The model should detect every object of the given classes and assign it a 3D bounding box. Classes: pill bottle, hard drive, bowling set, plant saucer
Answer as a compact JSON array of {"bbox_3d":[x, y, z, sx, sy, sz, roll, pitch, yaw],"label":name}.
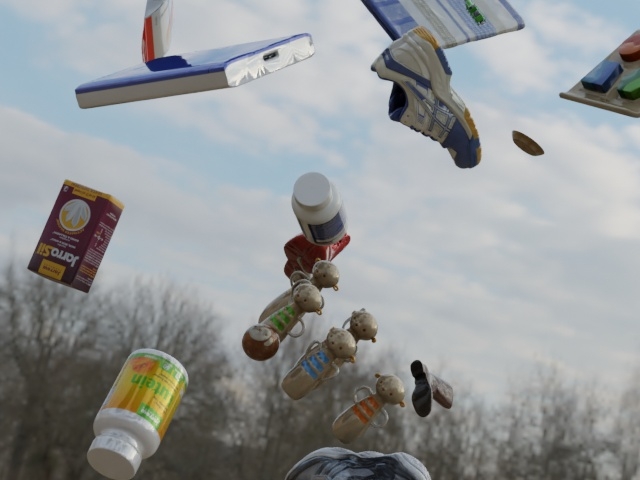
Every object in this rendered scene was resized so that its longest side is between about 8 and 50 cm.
[{"bbox_3d":[-0.366,0.347,2.305,0.136,0.246,0.136,12,-45,12],"label":"pill bottle"},{"bbox_3d":[-0.195,-0.260,1.786,0.318,0.040,0.210,-2,19,38],"label":"hard drive"},{"bbox_3d":[-0.002,-0.044,1.540,0.067,0.067,0.120,9,-20,12],"label":"pill bottle"},{"bbox_3d":[-0.005,0.145,1.693,0.287,0.154,0.200,51,10,27],"label":"bowling set"},{"bbox_3d":[0.434,-0.201,2.449,0.083,0.015,0.083,36,-5,4],"label":"plant saucer"}]

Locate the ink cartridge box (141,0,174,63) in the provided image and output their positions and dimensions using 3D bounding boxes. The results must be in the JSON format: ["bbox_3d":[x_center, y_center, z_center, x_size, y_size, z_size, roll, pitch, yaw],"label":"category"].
[{"bbox_3d":[-0.295,-0.380,2.119,0.045,0.179,0.145,2,-28,-4],"label":"ink cartridge box"}]

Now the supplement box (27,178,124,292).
[{"bbox_3d":[-0.465,-0.007,2.213,0.104,0.188,0.081,19,-9,16],"label":"supplement box"}]

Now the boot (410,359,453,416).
[{"bbox_3d":[0.191,0.262,1.922,0.037,0.106,0.114,-20,-39,24],"label":"boot"}]

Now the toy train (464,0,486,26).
[{"bbox_3d":[0.248,-0.370,1.874,0.017,0.083,0.024,-32,-57,10],"label":"toy train"}]

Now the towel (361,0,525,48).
[{"bbox_3d":[0.235,-0.447,2.251,0.285,0.209,0.034,-19,-33,-25],"label":"towel"}]

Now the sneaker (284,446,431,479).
[{"bbox_3d":[0.018,0.368,1.658,0.268,0.101,0.153,-12,8,42],"label":"sneaker"}]

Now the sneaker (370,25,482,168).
[{"bbox_3d":[0.184,-0.232,2.047,0.296,0.131,0.112,59,-1,-32],"label":"sneaker"}]

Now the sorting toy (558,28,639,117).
[{"bbox_3d":[0.579,-0.291,1.998,0.041,0.229,0.307,59,-13,-27],"label":"sorting toy"}]

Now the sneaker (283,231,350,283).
[{"bbox_3d":[0.000,0.000,2.123,0.087,0.128,0.221,40,-22,1],"label":"sneaker"}]
